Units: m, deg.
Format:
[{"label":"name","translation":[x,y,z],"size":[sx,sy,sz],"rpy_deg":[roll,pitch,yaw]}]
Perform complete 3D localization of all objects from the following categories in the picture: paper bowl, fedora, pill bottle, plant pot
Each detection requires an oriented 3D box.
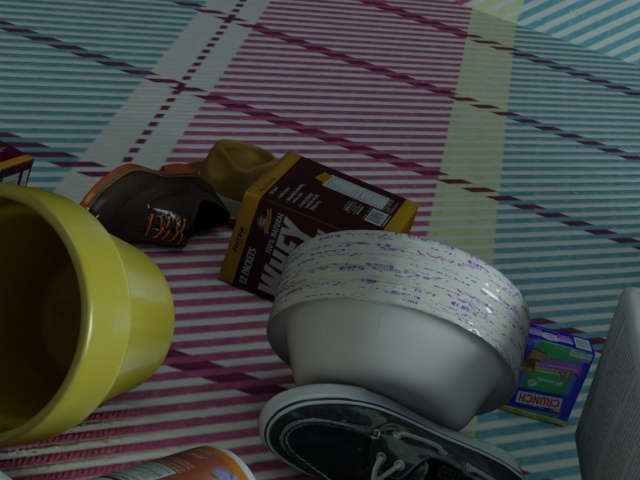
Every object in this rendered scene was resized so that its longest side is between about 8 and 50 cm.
[{"label":"paper bowl","translation":[0.080,0.119,1.876],"size":[0.284,0.284,0.148],"rpy_deg":[17,63,-4]},{"label":"fedora","translation":[-0.114,-0.090,2.396],"size":[0.194,0.079,0.194],"rpy_deg":[16,24,-7]},{"label":"pill bottle","translation":[-0.160,0.262,1.520],"size":[0.121,0.121,0.216],"rpy_deg":[34,28,32]},{"label":"plant pot","translation":[-0.273,0.077,1.721],"size":[0.254,0.254,0.239],"rpy_deg":[30,10,25]}]

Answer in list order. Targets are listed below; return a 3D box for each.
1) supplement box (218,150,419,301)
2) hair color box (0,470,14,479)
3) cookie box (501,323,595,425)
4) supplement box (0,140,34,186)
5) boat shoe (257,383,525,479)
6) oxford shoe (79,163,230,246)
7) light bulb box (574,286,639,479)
[{"label":"supplement box","translation":[0.000,0.000,2.219],"size":[0.194,0.129,0.191],"rpy_deg":[22,24,8]},{"label":"hair color box","translation":[-0.450,0.187,1.485],"size":[0.347,0.105,0.174],"rpy_deg":[30,26,24]},{"label":"cookie box","translation":[0.274,0.164,2.091],"size":[0.092,0.107,0.040],"rpy_deg":[15,24,-8]},{"label":"supplement box","translation":[-0.457,-0.088,2.096],"size":[0.188,0.104,0.081],"rpy_deg":[27,24,19]},{"label":"boat shoe","translation":[0.079,0.241,1.785],"size":[0.301,0.108,0.102],"rpy_deg":[22,21,-11]},{"label":"oxford shoe","translation":[-0.213,-0.038,2.190],"size":[0.098,0.097,0.271],"rpy_deg":[35,27,21]},{"label":"light bulb box","translation":[0.470,0.260,1.741],"size":[0.358,0.225,0.361],"rpy_deg":[7,35,-4]}]
